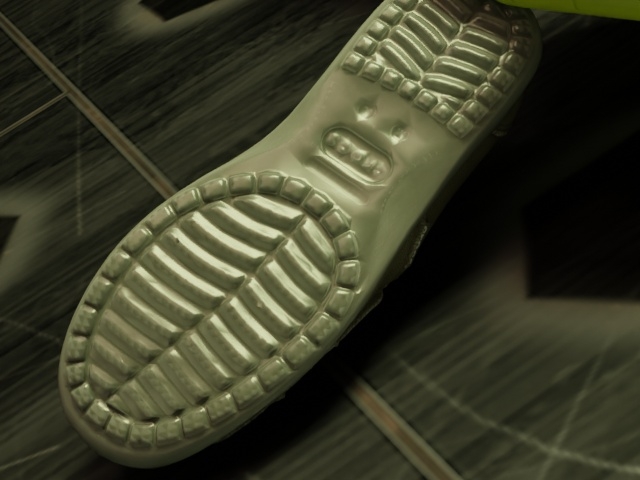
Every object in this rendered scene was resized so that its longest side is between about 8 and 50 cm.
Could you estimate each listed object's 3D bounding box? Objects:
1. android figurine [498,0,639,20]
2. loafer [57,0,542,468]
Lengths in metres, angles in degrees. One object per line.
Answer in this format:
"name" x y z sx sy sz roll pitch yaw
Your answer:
"android figurine" 0.144 -0.140 0.630 0.273 0.056 0.248 13 24 24
"loafer" 0.000 0.000 0.625 0.251 0.087 0.094 -44 71 -10
